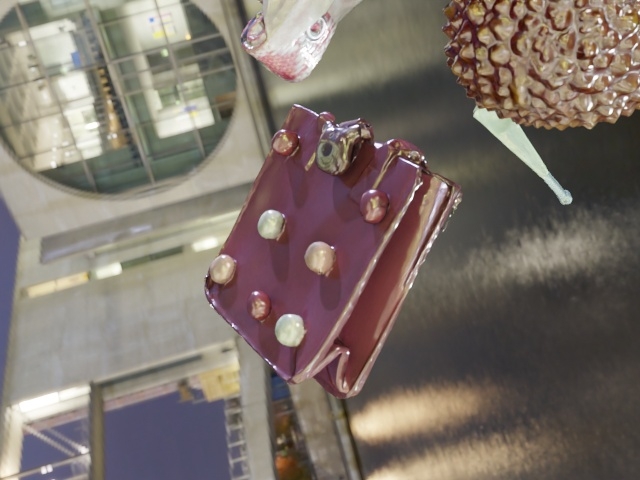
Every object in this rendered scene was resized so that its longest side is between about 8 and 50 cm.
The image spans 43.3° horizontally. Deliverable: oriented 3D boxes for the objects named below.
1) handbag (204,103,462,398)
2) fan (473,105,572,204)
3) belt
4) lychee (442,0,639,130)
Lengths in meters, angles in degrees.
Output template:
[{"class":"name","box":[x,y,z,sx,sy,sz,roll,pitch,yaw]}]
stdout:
[{"class":"handbag","box":[-0.002,0.000,0.682,0.203,0.074,0.216,37,104,51]},{"class":"fan","box":[0.243,-0.102,0.950,0.193,0.038,0.016,41,-148,-31]},{"class":"belt","box":[0.036,-0.205,0.524,0.071,0.232,0.053,52,-166,24]},{"class":"lychee","box":[0.169,-0.156,0.542,0.188,0.188,0.188,164,90,-86]}]
